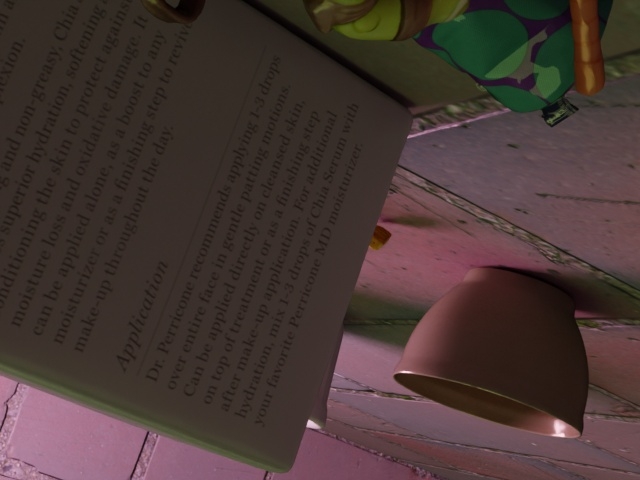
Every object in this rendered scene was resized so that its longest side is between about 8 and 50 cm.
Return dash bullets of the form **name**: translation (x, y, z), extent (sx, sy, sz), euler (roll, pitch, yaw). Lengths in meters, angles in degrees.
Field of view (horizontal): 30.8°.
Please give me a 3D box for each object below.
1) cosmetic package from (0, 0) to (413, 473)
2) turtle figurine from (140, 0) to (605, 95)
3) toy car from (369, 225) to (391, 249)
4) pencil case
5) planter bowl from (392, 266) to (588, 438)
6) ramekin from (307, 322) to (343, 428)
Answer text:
- **cosmetic package**: translation (-0.190, -0.062, 0.597), extent (0.453, 0.230, 0.161), euler (29, 164, -33)
- **turtle figurine**: translation (-0.038, -0.103, 0.333), extent (0.217, 0.087, 0.269), euler (12, 166, 37)
- **toy car**: translation (0.000, 0.000, 0.959), extent (0.122, 0.060, 0.040), euler (21, -160, 21)
- **pencil case**: translation (0.041, -0.105, 0.455), extent (0.152, 0.064, 0.070), euler (26, 131, -23)
- **planter bowl**: translation (0.153, 0.088, 0.973), extent (0.162, 0.109, 0.162), euler (18, 167, 4)
- **ramekin**: translation (-0.105, 0.119, 1.396), extent (0.277, 0.135, 0.277), euler (19, 167, 4)
